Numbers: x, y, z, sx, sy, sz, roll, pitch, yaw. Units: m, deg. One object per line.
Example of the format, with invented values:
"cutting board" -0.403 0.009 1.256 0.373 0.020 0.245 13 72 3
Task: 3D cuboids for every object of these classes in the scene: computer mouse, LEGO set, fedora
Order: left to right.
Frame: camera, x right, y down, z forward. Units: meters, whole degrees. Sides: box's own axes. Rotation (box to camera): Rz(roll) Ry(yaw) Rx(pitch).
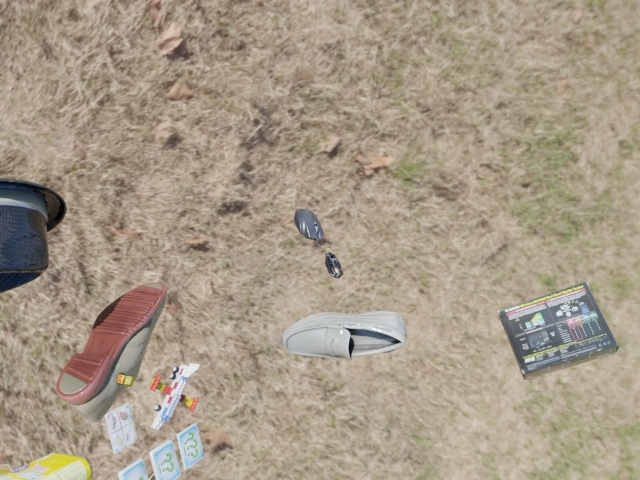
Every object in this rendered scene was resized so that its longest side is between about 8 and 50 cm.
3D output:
"fedora" -0.627 0.016 1.070 0.333 0.334 0.153 -11 71 -33
"LEGO set" -0.291 0.338 1.070 0.182 0.060 0.245 -22 107 -49
"computer mouse" 0.000 0.000 1.571 0.071 0.041 0.242 0 48 -47

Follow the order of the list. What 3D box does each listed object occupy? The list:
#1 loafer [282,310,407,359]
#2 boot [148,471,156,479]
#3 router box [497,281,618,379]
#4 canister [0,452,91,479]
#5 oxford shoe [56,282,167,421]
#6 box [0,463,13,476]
"loafer" 0.058 0.245 1.482 0.319 0.111 0.112 -10 114 7
"boot" -0.271 0.561 1.202 0.077 0.137 0.198 -44 114 -41
"router box" 0.306 0.118 0.763 0.038 0.122 0.092 51 22 -56
"canister" -0.518 0.448 1.051 0.170 0.126 0.074 -7 95 -65
"oxford shoe" -0.450 0.241 1.324 0.348 0.122 0.130 -59 146 -41
"box" -0.725 0.590 1.294 0.114 0.203 0.103 24 85 -48
